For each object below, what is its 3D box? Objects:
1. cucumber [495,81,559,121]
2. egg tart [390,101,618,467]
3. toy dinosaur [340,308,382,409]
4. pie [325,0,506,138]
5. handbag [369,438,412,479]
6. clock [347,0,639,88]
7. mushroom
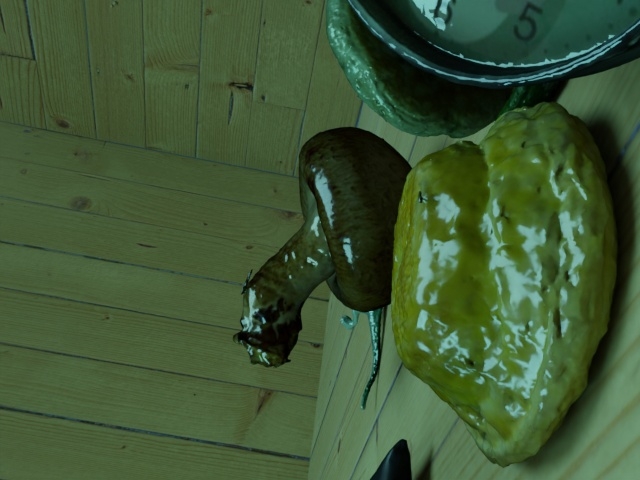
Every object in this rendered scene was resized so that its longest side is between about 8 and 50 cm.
[{"bbox_3d":[0.200,-0.140,0.648,0.155,0.037,0.037,102,177,-63],"label":"cucumber"},{"bbox_3d":[0.127,0.026,0.587,0.319,0.128,0.318,-172,90,-88],"label":"egg tart"},{"bbox_3d":[0.088,0.161,1.425,0.129,0.076,0.382,-34,50,58],"label":"toy dinosaur"},{"bbox_3d":[0.112,-0.221,0.778,0.054,0.241,0.240,-34,41,54],"label":"pie"},{"bbox_3d":[0.065,0.397,0.866,0.254,0.089,0.211,102,-177,-49],"label":"handbag"},{"bbox_3d":[0.112,-0.247,0.396,0.066,0.319,0.318,-23,-42,-39],"label":"clock"},{"bbox_3d":[0.009,-0.004,1.153,0.331,0.356,0.334,-25,-84,-76],"label":"mushroom"}]
